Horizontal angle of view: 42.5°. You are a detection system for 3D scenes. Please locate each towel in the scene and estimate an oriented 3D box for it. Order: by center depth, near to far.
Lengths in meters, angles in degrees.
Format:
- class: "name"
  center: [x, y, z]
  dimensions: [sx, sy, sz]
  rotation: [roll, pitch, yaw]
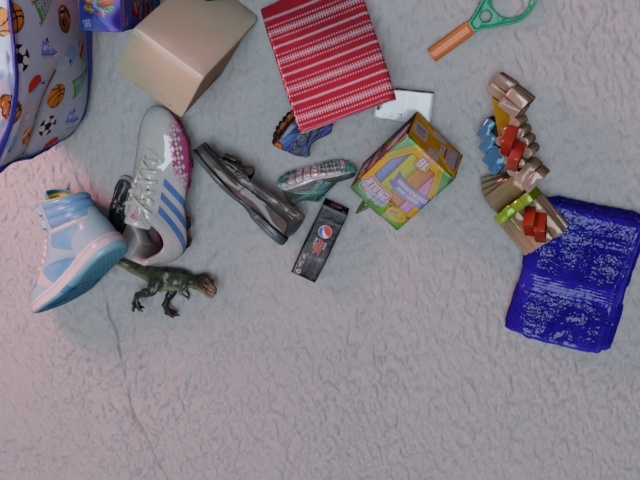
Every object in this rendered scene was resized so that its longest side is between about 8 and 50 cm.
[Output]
- class: "towel"
  center: [0.012, -0.358, 1.561]
  dimensions: [0.199, 0.031, 0.275]
  rotation: [-19, 80, 12]
- class: "towel"
  center: [0.522, 0.075, 1.676]
  dimensions: [0.227, 0.076, 0.308]
  rotation: [11, 109, 3]

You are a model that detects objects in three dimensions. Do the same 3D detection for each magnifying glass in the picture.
- class: "magnifying glass"
  center: [0.307, -0.421, 1.566]
  dimensions: [0.231, 0.026, 0.092]
  rotation: [-35, 102, 14]

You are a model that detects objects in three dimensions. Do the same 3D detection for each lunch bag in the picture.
- class: "lunch bag"
  center: [-0.585, -0.340, 1.540]
  dimensions: [0.239, 0.328, 0.385]
  rotation: [4, 111, 11]

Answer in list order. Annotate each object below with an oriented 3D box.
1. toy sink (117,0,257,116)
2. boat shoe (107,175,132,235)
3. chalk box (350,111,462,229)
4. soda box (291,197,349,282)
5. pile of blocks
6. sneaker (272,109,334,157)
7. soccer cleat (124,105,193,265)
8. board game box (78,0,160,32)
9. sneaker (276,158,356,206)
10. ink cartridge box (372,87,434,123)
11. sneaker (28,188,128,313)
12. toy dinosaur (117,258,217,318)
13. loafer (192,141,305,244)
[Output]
- class: "toy sink"
  center: [-0.253, -0.374, 1.578]
  dimensions: [0.153, 0.234, 0.131]
  rotation: [35, 138, -6]
- class: "boat shoe"
  center: [-0.429, -0.068, 1.763]
  dimensions: [0.049, 0.040, 0.142]
  rotation: [15, 110, 2]
- class: "chalk box"
  center: [0.154, -0.120, 1.617]
  dimensions: [0.132, 0.132, 0.213]
  rotation: [41, 122, -8]
- class: "soda box"
  center: [0.000, 0.000, 1.727]
  dimensions: [0.060, 0.053, 0.169]
  rotation: [25, 110, -2]
- class: "pile of blocks"
  center: [0.363, -0.138, 1.582]
  dimensions: [0.149, 0.112, 0.362]
  rotation: [-13, 98, 27]
- class: "sneaker"
  center: [-0.001, -0.257, 1.637]
  dimensions: [0.087, 0.083, 0.221]
  rotation: [34, 110, -26]
- class: "soccer cleat"
  center: [-0.338, -0.103, 1.673]
  dimensions: [0.116, 0.143, 0.331]
  rotation: [11, 113, 34]
- class: "board game box"
  center: [-0.365, -0.564, 1.487]
  dimensions: [0.078, 0.233, 0.347]
  rotation: [4, 109, 5]
- class: "sneaker"
  center: [-0.002, -0.116, 1.694]
  dimensions: [0.166, 0.065, 0.076]
  rotation: [-12, 123, 14]
- class: "ink cartridge box"
  center: [0.164, -0.269, 1.630]
  dimensions: [0.115, 0.029, 0.063]
  rotation: [7, 110, 6]
- class: "sneaker"
  center: [-0.561, 0.010, 1.777]
  dimensions: [0.319, 0.127, 0.208]
  rotation: [-37, 82, 30]
- class: "toy dinosaur"
  center: [-0.356, 0.105, 1.805]
  dimensions: [0.268, 0.064, 0.118]
  rotation: [14, 103, 5]
- class: "loafer"
  center: [-0.144, -0.111, 1.690]
  dimensions: [0.084, 0.096, 0.267]
  rotation: [-43, 96, 6]
